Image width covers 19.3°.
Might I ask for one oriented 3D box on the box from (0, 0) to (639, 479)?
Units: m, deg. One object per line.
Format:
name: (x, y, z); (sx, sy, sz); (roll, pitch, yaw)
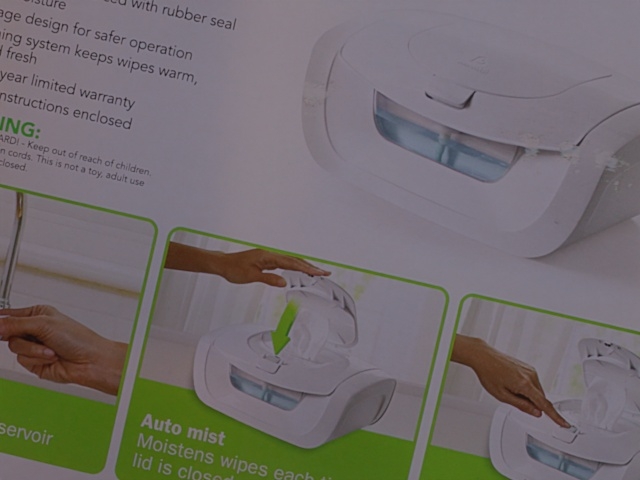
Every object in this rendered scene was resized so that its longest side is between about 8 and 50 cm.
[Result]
box: (0.000, 0.000, 0.567); (0.127, 0.262, 0.231); (-5, 107, -87)
